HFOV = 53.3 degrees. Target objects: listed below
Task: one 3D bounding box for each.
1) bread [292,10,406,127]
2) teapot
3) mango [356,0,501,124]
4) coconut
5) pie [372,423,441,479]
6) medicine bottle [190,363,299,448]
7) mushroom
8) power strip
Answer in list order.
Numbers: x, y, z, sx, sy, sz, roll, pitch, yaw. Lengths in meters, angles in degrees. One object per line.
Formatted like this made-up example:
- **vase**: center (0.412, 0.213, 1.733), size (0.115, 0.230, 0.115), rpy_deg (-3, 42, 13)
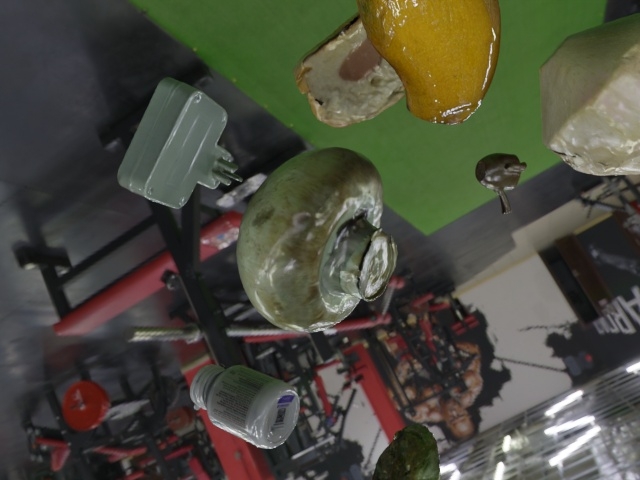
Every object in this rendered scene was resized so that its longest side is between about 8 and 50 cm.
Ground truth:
- **bread**: center (0.069, -0.325, 1.234), size (0.224, 0.183, 0.211), rpy_deg (-28, -166, 37)
- **teapot**: center (0.327, -0.103, 1.143), size (0.080, 0.110, 0.085), rpy_deg (1, 178, -15)
- **mango**: center (0.163, -0.318, 0.923), size (0.187, 0.144, 0.359), rpy_deg (-19, 133, 22)
- **coconut**: center (0.612, -0.290, 1.302), size (0.353, 0.352, 0.352), rpy_deg (-25, 164, -8)
- **pie**: center (0.163, 0.502, 1.255), size (0.079, 0.276, 0.277), rpy_deg (10, 154, -11)
- **medicine bottle**: center (-0.162, 0.330, 1.311), size (0.215, 0.135, 0.135), rpy_deg (13, -171, 34)
- **mushroom**: center (0.000, 0.000, 1.172), size (0.352, 0.260, 0.352), rpy_deg (-37, 137, -44)
- **power strip**: center (-0.258, -0.171, 1.292), size (0.229, 0.141, 0.261), rpy_deg (-64, 164, -1)
